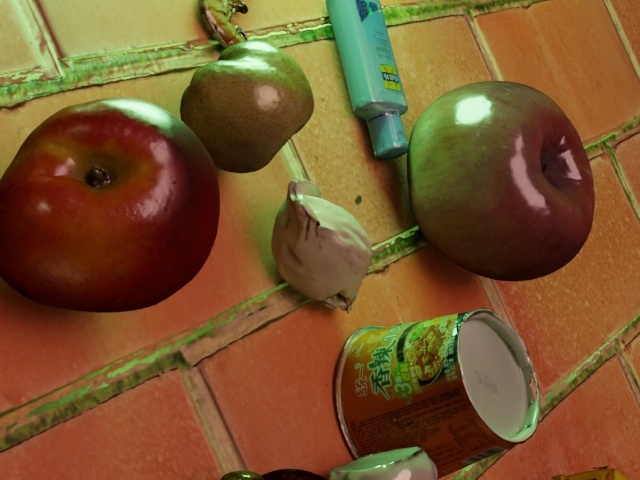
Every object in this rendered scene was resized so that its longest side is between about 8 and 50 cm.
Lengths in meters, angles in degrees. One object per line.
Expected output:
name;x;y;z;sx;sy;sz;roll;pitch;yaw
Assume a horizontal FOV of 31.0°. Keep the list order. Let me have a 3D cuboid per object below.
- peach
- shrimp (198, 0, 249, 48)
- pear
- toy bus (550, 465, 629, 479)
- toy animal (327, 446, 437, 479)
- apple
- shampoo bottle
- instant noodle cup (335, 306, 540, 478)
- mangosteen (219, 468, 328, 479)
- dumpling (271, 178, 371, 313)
peach;-0.209;-0.024;1.126;0.243;0.243;0.199;-17;66;-53
shrimp;-0.089;-0.315;1.572;0.148;0.035;0.195;48;47;-18
pear;-0.090;-0.163;1.388;0.136;0.167;0.167;45;40;-7
toy bus;0.473;0.474;1.730;0.330;0.152;0.144;41;42;-29
toy animal;0.092;0.338;1.354;0.178;0.127;0.193;-23;94;-51
apple;0.258;-0.083;1.706;0.306;0.235;0.305;23;57;-40
shampoo bottle;0.077;-0.245;1.718;0.104;0.061;0.258;2;70;-49
instant noodle cup;0.157;0.195;1.475;0.230;0.182;0.230;26;52;-39
mangosteen;-0.054;0.321;1.179;0.200;0.200;0.199;27;51;-40
dumpling;0.000;0.000;1.455;0.199;0.118;0.136;69;11;-45
